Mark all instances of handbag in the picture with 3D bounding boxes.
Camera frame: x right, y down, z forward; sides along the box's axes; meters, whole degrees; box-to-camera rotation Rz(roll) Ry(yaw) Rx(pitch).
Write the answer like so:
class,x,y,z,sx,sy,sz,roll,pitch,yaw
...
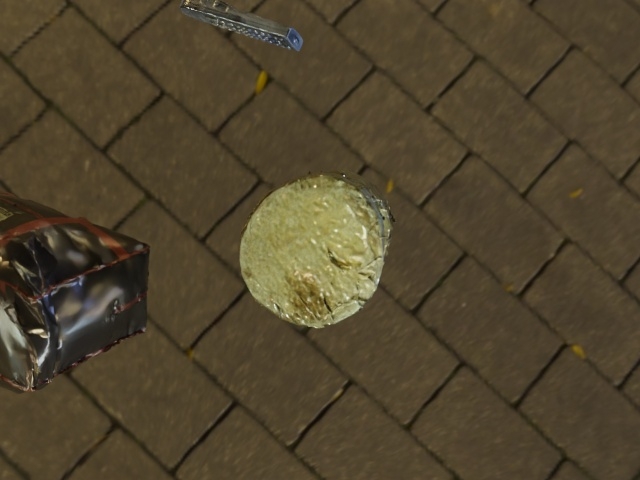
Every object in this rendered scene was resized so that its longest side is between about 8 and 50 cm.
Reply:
class,x,y,z,sx,sy,sz,roll,pitch,yaw
handbag,-0.280,0.038,0.953,0.215,0.169,0.155,18,112,25

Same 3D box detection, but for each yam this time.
class,x,y,z,sx,sy,sz,roll,pitch,yaw
yam,0.000,0.000,1.031,0.154,0.254,0.154,0,98,3

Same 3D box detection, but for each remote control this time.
class,x,y,z,sx,sy,sz,roll,pitch,yaw
remote control,-0.092,-0.249,1.160,0.152,0.043,0.027,23,81,21
